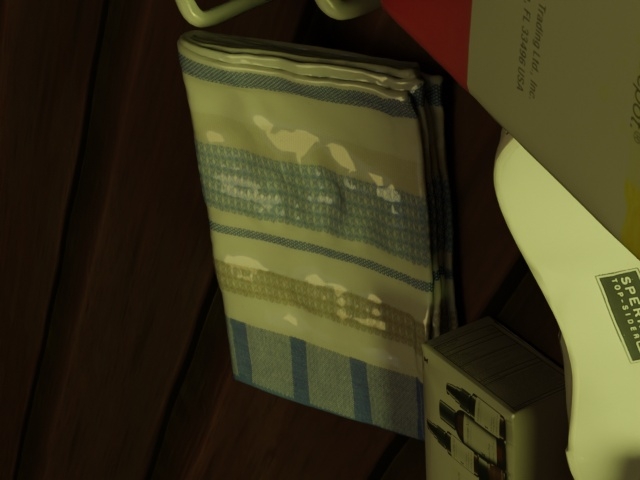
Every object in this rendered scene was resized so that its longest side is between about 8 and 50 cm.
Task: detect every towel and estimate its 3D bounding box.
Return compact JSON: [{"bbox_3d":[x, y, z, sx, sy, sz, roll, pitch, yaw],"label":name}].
[{"bbox_3d":[0.000,0.000,1.118,0.209,0.034,0.285,14,125,34],"label":"towel"}]

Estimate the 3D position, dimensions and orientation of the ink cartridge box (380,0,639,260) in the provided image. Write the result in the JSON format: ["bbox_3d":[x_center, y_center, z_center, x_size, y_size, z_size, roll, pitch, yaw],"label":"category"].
[{"bbox_3d":[0.182,-0.123,0.567,0.384,0.160,0.279,53,149,44],"label":"ink cartridge box"}]

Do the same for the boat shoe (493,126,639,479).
[{"bbox_3d":[0.160,0.029,0.826,0.108,0.102,0.301,-11,125,23],"label":"boat shoe"}]

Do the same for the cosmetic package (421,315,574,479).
[{"bbox_3d":[0.116,0.177,1.066,0.099,0.060,0.239,38,140,50],"label":"cosmetic package"}]

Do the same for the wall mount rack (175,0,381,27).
[{"bbox_3d":[-0.057,-0.282,1.003,0.350,0.130,0.304,11,126,62],"label":"wall mount rack"}]
